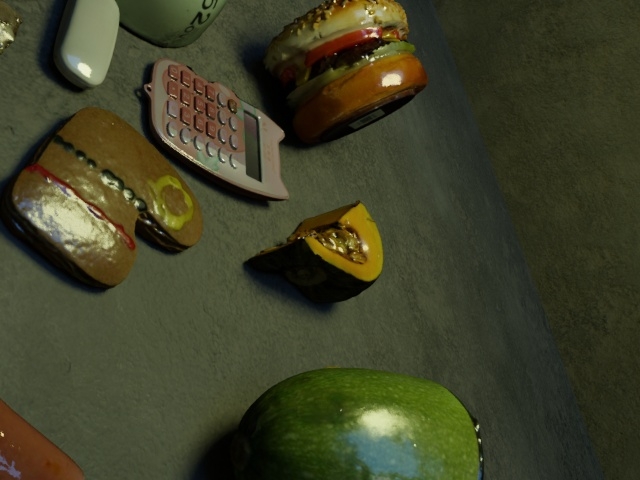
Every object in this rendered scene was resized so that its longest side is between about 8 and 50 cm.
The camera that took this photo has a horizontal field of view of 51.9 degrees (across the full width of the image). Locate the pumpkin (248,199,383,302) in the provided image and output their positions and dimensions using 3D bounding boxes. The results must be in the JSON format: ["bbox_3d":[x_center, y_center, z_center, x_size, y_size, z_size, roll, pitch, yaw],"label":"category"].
[{"bbox_3d":[0.001,0.000,1.244,0.280,0.139,0.190,35,46,-46],"label":"pumpkin"}]

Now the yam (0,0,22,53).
[{"bbox_3d":[-0.459,-0.262,0.721,0.238,0.129,0.128,33,8,-44],"label":"yam"}]

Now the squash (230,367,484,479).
[{"bbox_3d":[0.023,0.289,0.946,0.309,0.310,0.310,36,41,-31],"label":"squash"}]

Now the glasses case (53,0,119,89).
[{"bbox_3d":[-0.351,-0.313,0.993,0.081,0.051,0.204,35,42,-40],"label":"glasses case"}]

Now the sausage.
[{"bbox_3d":[-0.340,0.183,0.603,0.259,0.113,0.114,52,32,-23],"label":"sausage"}]

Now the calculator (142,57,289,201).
[{"bbox_3d":[-0.186,-0.195,1.184,0.329,0.048,0.220,28,48,-44],"label":"calculator"}]

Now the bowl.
[{"bbox_3d":[-0.271,-0.539,1.148,0.354,0.185,0.354,37,40,-40],"label":"bowl"}]

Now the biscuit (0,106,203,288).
[{"bbox_3d":[-0.279,-0.046,0.917,0.262,0.052,0.277,50,33,-25],"label":"biscuit"}]

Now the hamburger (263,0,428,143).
[{"bbox_3d":[0.054,-0.373,1.424,0.250,0.330,0.330,64,30,-1],"label":"hamburger"}]

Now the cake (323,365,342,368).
[{"bbox_3d":[0.021,0.260,1.147,0.044,0.084,0.084,-3,71,-50],"label":"cake"}]
